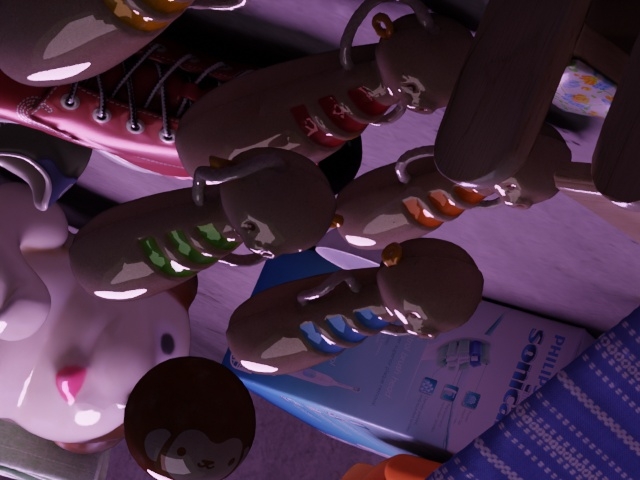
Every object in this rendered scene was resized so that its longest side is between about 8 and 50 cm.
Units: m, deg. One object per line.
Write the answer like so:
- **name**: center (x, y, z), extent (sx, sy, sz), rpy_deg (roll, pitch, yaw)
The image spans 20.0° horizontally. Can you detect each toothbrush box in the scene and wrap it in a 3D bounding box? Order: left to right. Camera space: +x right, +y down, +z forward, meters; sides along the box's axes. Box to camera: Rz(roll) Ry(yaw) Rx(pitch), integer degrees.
- **toothbrush box**: center (0.103, 0.122, 1.471), extent (0.295, 0.126, 0.216), rpy_deg (17, 168, 35)

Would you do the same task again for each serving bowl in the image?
- **serving bowl**: center (0.040, 0.010, 1.283), extent (0.083, 0.027, 0.083), rpy_deg (22, 172, 3)

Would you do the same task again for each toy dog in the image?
- **toy dog**: center (-0.322, 0.062, 1.704), extent (0.408, 0.284, 0.395), rpy_deg (24, -176, -7)

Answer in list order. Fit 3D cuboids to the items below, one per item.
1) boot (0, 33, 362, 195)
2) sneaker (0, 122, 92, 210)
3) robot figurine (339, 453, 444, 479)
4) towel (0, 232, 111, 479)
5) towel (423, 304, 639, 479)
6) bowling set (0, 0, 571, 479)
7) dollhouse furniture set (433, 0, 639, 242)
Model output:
- **boot**: center (-0.092, -0.082, 0.900), extent (0.176, 0.088, 0.244), rpy_deg (13, 175, 42)
- **sneaker**: center (-0.239, -0.086, 1.210), extent (0.192, 0.086, 0.064), rpy_deg (27, 170, -24)
- **robot figurine**: center (0.100, 0.239, 1.376), extent (0.219, 0.158, 0.128), rpy_deg (14, -173, 37)
- **towel**: center (-0.314, 0.102, 1.858), extent (0.248, 0.325, 0.038), rpy_deg (20, 134, -14)
- **towel**: center (0.168, 0.217, 1.246), extent (0.243, 0.336, 0.040), rpy_deg (41, -160, -21)
- **bowling set**: center (0.000, 0.000, 0.750), extent (0.154, 0.200, 0.287), rpy_deg (-19, 150, 38)
- **dollhouse furniture set**: center (0.177, 0.023, 0.595), extent (0.212, 0.161, 0.242), rpy_deg (29, 169, -36)
